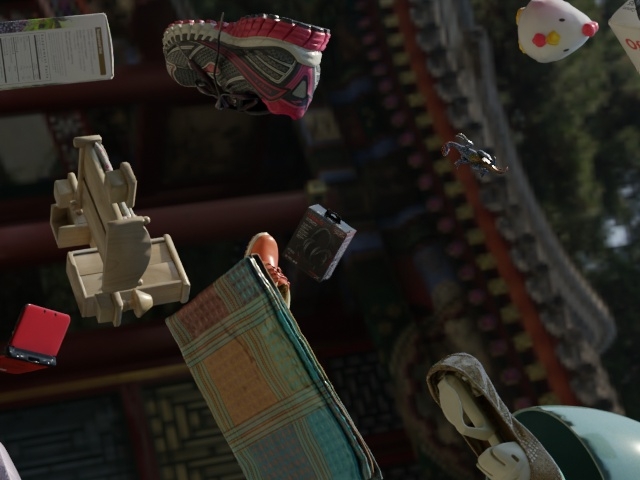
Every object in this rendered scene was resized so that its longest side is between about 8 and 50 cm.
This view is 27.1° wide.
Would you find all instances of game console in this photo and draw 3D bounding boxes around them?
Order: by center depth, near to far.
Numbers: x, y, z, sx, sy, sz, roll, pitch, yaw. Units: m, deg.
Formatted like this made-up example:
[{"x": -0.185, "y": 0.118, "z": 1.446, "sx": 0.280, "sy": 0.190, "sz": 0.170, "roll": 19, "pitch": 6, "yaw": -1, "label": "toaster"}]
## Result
[{"x": -0.509, "y": 0.169, "z": 2.250, "sx": 0.144, "sy": 0.124, "sz": 0.085, "roll": 31, "pitch": 49, "yaw": -65, "label": "game console"}]

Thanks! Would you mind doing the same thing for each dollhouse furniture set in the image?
[{"x": -0.285, "y": -0.063, "z": 2.012, "sx": 0.355, "sy": 0.174, "sz": 0.303, "roll": 105, "pitch": -33, "yaw": -43, "label": "dollhouse furniture set"}]

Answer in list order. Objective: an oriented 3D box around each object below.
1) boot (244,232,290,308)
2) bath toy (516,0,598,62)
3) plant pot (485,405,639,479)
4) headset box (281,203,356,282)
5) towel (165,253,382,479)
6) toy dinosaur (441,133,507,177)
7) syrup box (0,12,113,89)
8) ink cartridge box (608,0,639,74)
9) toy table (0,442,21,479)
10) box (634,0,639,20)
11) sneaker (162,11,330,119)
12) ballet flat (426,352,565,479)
[{"x": -0.077, "y": 0.057, "z": 2.077, "sx": 0.085, "sy": 0.059, "sz": 0.157, "roll": -20, "pitch": -120, "yaw": 45, "label": "boot"}, {"x": 0.306, "y": -0.412, "z": 1.874, "sx": 0.129, "sy": 0.151, "sz": 0.348, "roll": 16, "pitch": -49, "yaw": 53, "label": "bath toy"}, {"x": 0.359, "y": 0.332, "z": 1.607, "sx": 0.290, "sy": 0.195, "sz": 0.290, "roll": 174, "pitch": -90, "yaw": -67, "label": "plant pot"}, {"x": 0.000, "y": 0.000, "z": 1.650, "sx": 0.062, "sy": 0.032, "sz": 0.083, "roll": 36, "pitch": -67, "yaw": 15, "label": "headset box"}, {"x": -0.082, "y": 0.231, "z": 1.955, "sx": 0.271, "sy": 0.040, "sz": 0.370, "roll": -37, "pitch": -100, "yaw": 46, "label": "towel"}, {"x": 0.226, "y": -0.125, "z": 2.024, "sx": 0.082, "sy": 0.090, "sz": 0.047, "roll": 36, "pitch": -86, "yaw": 42, "label": "toy dinosaur"}, {"x": -0.417, "y": -0.266, "z": 1.896, "sx": 0.093, "sy": 0.237, "sz": 0.096, "roll": -144, "pitch": -133, "yaw": -79, "label": "syrup box"}, {"x": 0.493, "y": -0.176, "z": 1.542, "sx": 0.283, "sy": 0.117, "sz": 0.207, "roll": 50, "pitch": -9, "yaw": -29, "label": "ink cartridge box"}, {"x": -0.590, "y": 0.488, "z": 2.322, "sx": 0.274, "sy": 0.161, "sz": 0.252, "roll": 45, "pitch": -23, "yaw": 61, "label": "toy table"}, {"x": 0.418, "y": -0.297, "z": 1.327, "sx": 0.056, "sy": 0.231, "sz": 0.183, "roll": 46, "pitch": 21, "yaw": -6, "label": "box"}, {"x": -0.108, "y": -0.208, "z": 1.615, "sx": 0.299, "sy": 0.121, "sz": 0.112, "roll": 9, "pitch": -91, "yaw": 57, "label": "sneaker"}, {"x": 0.172, "y": 0.203, "z": 1.350, "sx": 0.206, "sy": 0.067, "sz": 0.073, "roll": 52, "pitch": -54, "yaw": 30, "label": "ballet flat"}]
